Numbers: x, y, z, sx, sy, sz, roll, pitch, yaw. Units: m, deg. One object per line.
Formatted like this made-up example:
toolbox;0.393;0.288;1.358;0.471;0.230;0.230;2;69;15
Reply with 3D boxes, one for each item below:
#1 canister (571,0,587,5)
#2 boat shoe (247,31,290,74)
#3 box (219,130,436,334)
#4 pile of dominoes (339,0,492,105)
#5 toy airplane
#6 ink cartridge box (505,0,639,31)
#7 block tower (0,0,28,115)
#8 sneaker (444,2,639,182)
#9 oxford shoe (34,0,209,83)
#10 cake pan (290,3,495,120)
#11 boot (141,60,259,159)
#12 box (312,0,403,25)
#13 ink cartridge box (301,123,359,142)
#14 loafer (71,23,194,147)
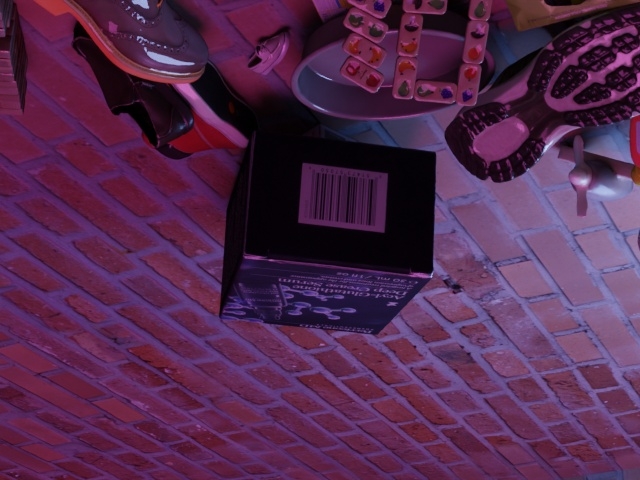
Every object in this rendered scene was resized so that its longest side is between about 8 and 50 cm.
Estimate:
canister;0.403;-0.363;1.643;0.169;0.073;0.126;-10;148;14
boat shoe;-0.078;-0.275;1.847;0.035;0.035;0.100;11;156;-25
box;0.000;0.000;2.080;0.293;0.212;0.395;6;163;-8
pile of dominoes;0.129;-0.298;1.640;0.195;0.040;0.251;3;111;-8
toy airplane;0.570;-0.069;1.925;0.384;0.272;0.386;31;169;-4
ink cartridge box;0.276;-0.348;1.542;0.188;0.097;0.255;-11;131;28
block tower;-0.468;-0.304;1.735;0.097;0.091;0.335;2;150;-6
sneaker;0.351;-0.242;1.778;0.158;0.182;0.410;46;136;-17
oxford shoe;-0.251;-0.322;1.672;0.132;0.130;0.363;-30;146;23
cake pan;0.101;-0.253;1.815;0.293;0.054;0.293;-3;161;-1
boot;-0.222;-0.197;1.937;0.176;0.088;0.244;-10;153;20
box;0.075;-0.349;1.702;0.179;0.043;0.105;-7;150;16
ink cartridge box;-0.004;-0.118;2.120;0.145;0.045;0.179;22;142;-33
loafer;-0.278;-0.221;1.816;0.220;0.078;0.080;44;151;-8
